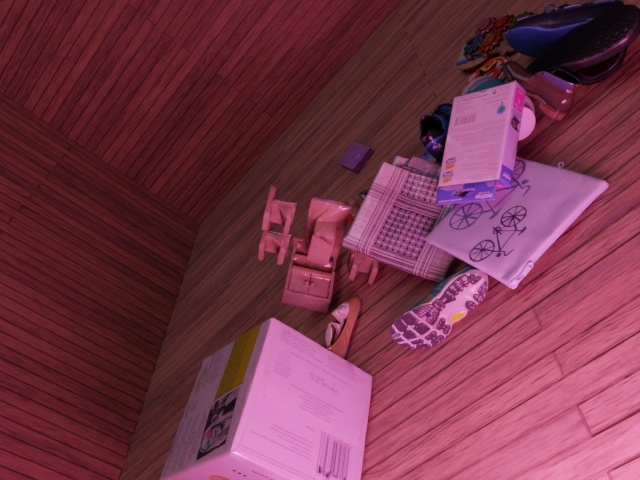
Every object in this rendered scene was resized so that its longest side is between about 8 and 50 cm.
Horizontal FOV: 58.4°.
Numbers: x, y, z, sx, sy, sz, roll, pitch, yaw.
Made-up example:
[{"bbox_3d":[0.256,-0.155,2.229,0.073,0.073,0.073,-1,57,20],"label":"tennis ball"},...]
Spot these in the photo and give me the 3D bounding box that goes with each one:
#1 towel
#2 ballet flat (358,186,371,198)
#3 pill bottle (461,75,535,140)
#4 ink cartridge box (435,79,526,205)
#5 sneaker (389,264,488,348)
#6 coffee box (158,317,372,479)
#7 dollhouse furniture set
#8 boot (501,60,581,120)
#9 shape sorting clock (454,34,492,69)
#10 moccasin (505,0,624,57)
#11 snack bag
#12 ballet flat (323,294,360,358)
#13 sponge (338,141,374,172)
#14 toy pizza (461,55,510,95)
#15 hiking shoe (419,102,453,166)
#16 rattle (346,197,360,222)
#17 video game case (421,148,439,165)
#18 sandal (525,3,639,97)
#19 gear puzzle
[{"bbox_3d":[0.258,-0.073,1.533,0.312,0.056,0.324,22,73,28],"label":"towel"},{"bbox_3d":[0.174,-0.170,2.097,0.114,0.041,0.041,-23,38,54],"label":"ballet flat"},{"bbox_3d":[0.493,-0.358,1.580,0.146,0.146,0.264,-47,22,17],"label":"pill bottle"},{"bbox_3d":[0.399,-0.231,1.436,0.186,0.065,0.311,-2,68,50],"label":"ink cartridge box"},{"bbox_3d":[0.284,0.159,1.356,0.275,0.107,0.110,-40,6,20],"label":"sneaker"},{"bbox_3d":[-0.120,0.453,1.385,0.334,0.338,0.338,-36,29,39],"label":"coffee box"},{"bbox_3d":[0.000,0.000,1.808,0.256,0.362,0.394,-81,4,-45],"label":"dollhouse furniture set"},{"bbox_3d":[0.562,-0.414,1.450,0.082,0.219,0.106,-27,-25,-28],"label":"boot"},{"bbox_3d":[0.570,-0.686,2.040,0.206,0.040,0.206,-34,36,29],"label":"shape sorting clock"},{"bbox_3d":[0.683,-0.590,1.598,0.116,0.138,0.342,-54,36,-10],"label":"moccasin"},{"bbox_3d":[0.444,-0.061,1.327,0.323,0.037,0.342,-45,29,-4],"label":"snack bag"},{"bbox_3d":[0.061,0.243,1.677,0.080,0.073,0.232,-31,31,43],"label":"ballet flat"},{"bbox_3d":[0.147,-0.353,2.424,0.117,0.031,0.210,-53,22,3],"label":"sponge"},{"bbox_3d":[0.540,-0.536,1.897,0.201,0.032,0.201,-43,25,26],"label":"toy pizza"},{"bbox_3d":[0.359,-0.346,1.696,0.113,0.132,0.304,-37,24,30],"label":"hiking shoe"},{"bbox_3d":[0.159,-0.110,2.004,0.143,0.130,0.199,-43,-5,-1],"label":"rattle"},{"bbox_3d":[0.359,-0.191,1.723,0.269,0.061,0.244,-59,23,-11],"label":"video game case"},{"bbox_3d":[0.671,-0.462,1.463,0.167,0.107,0.446,-59,10,-8],"label":"sandal"},{"bbox_3d":[0.616,-0.692,1.900,0.175,0.044,0.339,-56,31,-6],"label":"gear puzzle"}]
